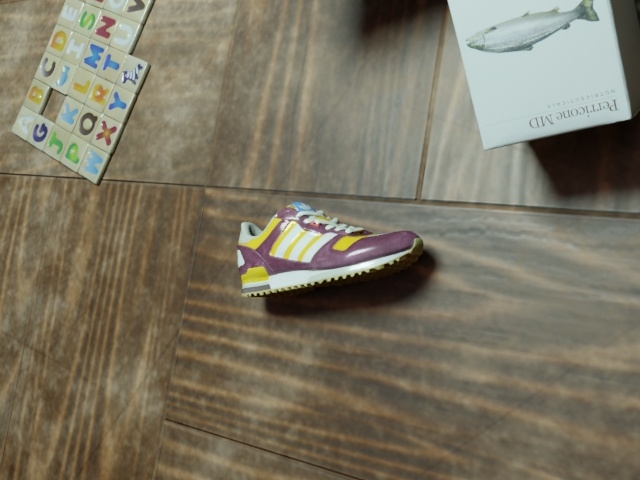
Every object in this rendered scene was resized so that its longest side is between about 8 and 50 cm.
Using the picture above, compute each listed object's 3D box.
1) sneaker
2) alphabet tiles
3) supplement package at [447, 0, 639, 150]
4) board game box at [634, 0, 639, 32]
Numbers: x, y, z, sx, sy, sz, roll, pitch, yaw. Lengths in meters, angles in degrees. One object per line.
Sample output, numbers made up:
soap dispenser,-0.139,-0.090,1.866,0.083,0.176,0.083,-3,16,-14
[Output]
sneaker,0.000,0.000,0.615,0.186,0.069,0.083,-13,80,28
alphabet tiles,-0.292,-0.213,0.866,0.198,0.009,0.237,28,96,32
supplement package,0.159,-0.169,0.488,0.105,0.105,0.179,-10,103,34
board game box,0.260,-0.254,0.531,0.126,0.026,0.186,-31,67,22
